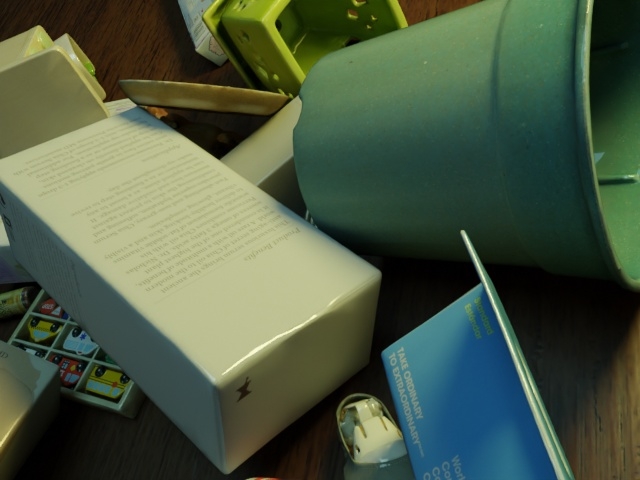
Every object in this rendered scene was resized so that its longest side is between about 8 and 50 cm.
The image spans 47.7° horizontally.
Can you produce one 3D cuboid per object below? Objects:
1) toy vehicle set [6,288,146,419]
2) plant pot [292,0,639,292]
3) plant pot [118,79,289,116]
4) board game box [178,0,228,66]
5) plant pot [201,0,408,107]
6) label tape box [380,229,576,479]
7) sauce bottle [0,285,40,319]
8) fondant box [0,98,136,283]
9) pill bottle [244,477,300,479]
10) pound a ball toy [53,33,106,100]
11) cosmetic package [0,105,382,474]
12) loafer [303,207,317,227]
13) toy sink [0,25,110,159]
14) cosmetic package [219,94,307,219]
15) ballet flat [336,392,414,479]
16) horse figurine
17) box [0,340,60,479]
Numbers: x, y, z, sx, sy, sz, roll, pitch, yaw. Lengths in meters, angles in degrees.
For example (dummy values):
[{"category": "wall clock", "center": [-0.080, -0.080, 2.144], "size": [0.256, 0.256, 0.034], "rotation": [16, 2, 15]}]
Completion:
[{"category": "toy vehicle set", "center": [-0.331, 0.144, 1.035], "size": [0.267, 0.035, 0.165], "rotation": [7, 59, 31]}, {"category": "plant pot", "center": [0.172, -0.113, 0.801], "size": [0.334, 0.341, 0.341], "rotation": [-2, 54, 34]}, {"category": "plant pot", "center": [-0.163, -0.197, 1.017], "size": [0.237, 0.236, 0.032], "rotation": [9, 99, 32]}, {"category": "board game box", "center": [-0.146, -0.538, 1.367], "size": [0.318, 0.066, 0.318], "rotation": [-44, 44, 22]}, {"category": "plant pot", "center": [-0.031, -0.333, 1.128], "size": [0.207, 0.228, 0.227], "rotation": [20, 66, 45]}, {"category": "label tape box", "center": [0.135, 0.196, 0.548], "size": [0.115, 0.347, 0.249], "rotation": [-22, 48, 11]}, {"category": "sauce bottle", "center": [-0.504, 0.105, 1.150], "size": [0.128, 0.042, 0.042], "rotation": [-17, 50, 18]}, {"category": "fondant box", "center": [-0.410, -0.087, 1.189], "size": [0.239, 0.096, 0.330], "rotation": [-5, 46, 24]}, {"category": "pill bottle", "center": [-0.035, 0.294, 0.722], "size": [0.194, 0.108, 0.108], "rotation": [-5, 54, 24]}, {"category": "pound a ball toy", "center": [-0.613, -0.293, 1.445], "size": [0.319, 0.135, 0.208], "rotation": [-33, 48, 0]}, {"category": "cosmetic package", "center": [-0.173, 0.028, 0.867], "size": [0.230, 0.161, 0.453], "rotation": [-31, 51, -33]}, {"category": "loafer", "center": [0.000, 0.000, 0.967], "size": [0.050, 0.056, 0.147], "rotation": [11, 75, 9]}, {"category": "toy sink", "center": [-0.478, -0.248, 1.200], "size": [0.234, 0.152, 0.131], "rotation": [-19, 42, 12]}, {"category": "cosmetic package", "center": [-0.022, -0.114, 1.015], "size": [0.238, 0.127, 0.107], "rotation": [-44, 48, -7]}, {"category": "ballet flat", "center": [0.049, 0.197, 0.705], "size": [0.072, 0.068, 0.213], "rotation": [-15, 4, -7]}, {"category": "horse figurine", "center": [-0.178, -0.155, 1.110], "size": [0.264, 0.174, 0.066], "rotation": [18, 97, 0]}, {"category": "box", "center": [-0.453, 0.269, 0.856], "size": [0.148, 0.121, 0.311], "rotation": [22, 43, 0]}]
